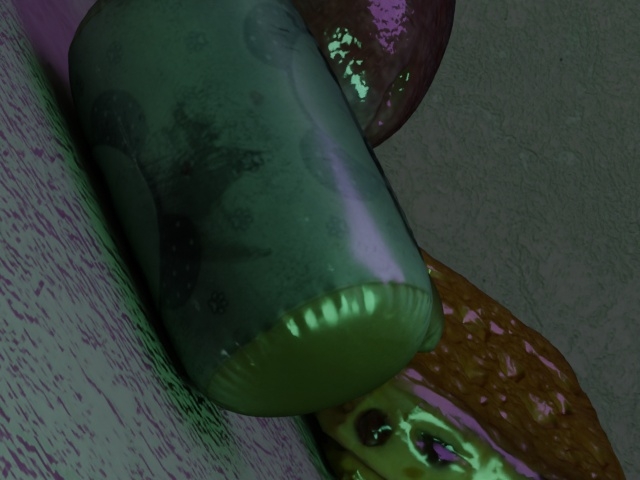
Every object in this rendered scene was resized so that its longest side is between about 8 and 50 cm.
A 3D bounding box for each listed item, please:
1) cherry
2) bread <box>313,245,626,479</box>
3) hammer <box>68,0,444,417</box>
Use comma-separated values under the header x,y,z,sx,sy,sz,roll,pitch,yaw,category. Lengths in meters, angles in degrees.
x,y,z,sx,sy,sz,roll,pitch,yaw,category
-0.006,-0.188,1.300,0.261,0.221,0.307,44,30,-50,cherry
0.080,0.106,1.027,0.210,0.099,0.235,34,19,-18,bread
0.000,0.000,0.799,0.202,0.113,0.305,68,12,21,hammer
